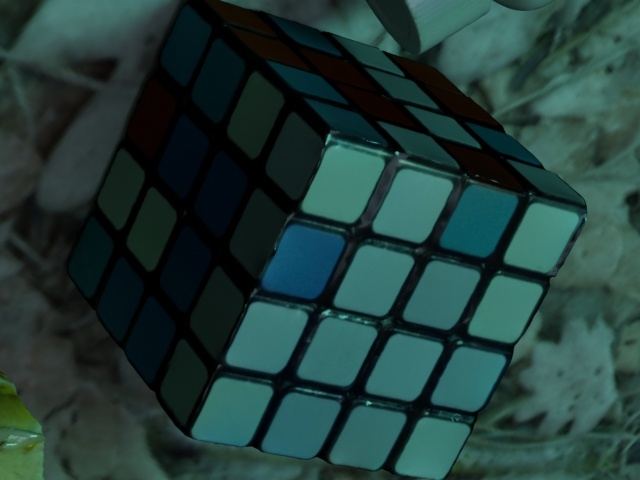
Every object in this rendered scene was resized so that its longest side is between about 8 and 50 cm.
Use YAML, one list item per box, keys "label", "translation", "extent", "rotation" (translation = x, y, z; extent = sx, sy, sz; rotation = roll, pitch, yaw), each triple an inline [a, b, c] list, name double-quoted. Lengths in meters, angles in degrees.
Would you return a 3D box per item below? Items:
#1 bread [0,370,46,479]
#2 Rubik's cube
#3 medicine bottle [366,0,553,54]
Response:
- label: "bread"
  translation: [-0.200, 0.064, 0.794]
  extent: [0.125, 0.188, 0.068]
  rotation: [-15, 123, -24]
- label: "Rubik's cube"
  translation: [0.000, 0.000, 0.896]
  extent: [0.155, 0.151, 0.154]
  rotation: [12, 112, -36]
- label: "medicine bottle"
  translation: [0.133, -0.181, 0.899]
  extent: [0.260, 0.095, 0.095]
  rotation: [-32, 129, -11]
